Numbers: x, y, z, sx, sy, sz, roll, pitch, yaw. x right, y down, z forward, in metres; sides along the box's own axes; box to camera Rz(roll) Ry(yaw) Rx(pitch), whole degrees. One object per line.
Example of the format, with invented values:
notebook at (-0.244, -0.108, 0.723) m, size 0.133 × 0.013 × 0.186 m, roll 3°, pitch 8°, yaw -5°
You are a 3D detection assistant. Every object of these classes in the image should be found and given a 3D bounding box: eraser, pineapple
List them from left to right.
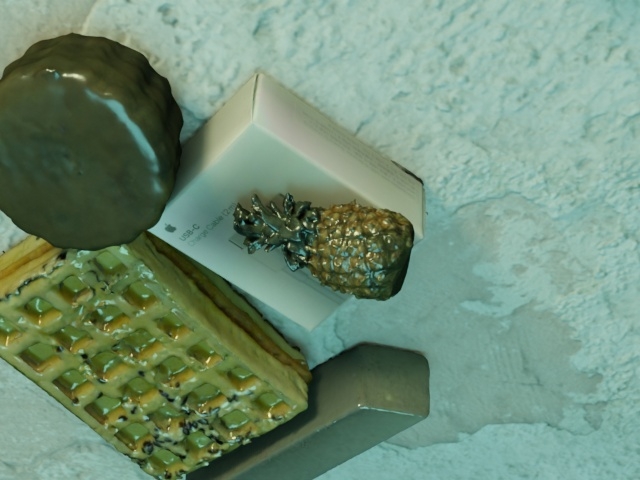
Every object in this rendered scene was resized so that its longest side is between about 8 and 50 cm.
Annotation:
eraser at (-0.020, 0.241, 2.000) m, size 0.352 × 0.111 × 0.077 m, roll -32°, pitch 125°, yaw 26°
pineapple at (0.000, 0.000, 1.672) m, size 0.198 × 0.108 × 0.108 m, roll 14°, pitch 131°, yaw 6°

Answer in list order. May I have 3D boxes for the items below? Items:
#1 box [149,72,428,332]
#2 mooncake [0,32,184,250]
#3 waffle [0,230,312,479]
box at (-0.038, -0.038, 1.765) m, size 0.252 × 0.106 × 0.203 m, roll 34°, pitch 126°, yaw -23°
mooncake at (-0.255, -0.107, 1.685) m, size 0.228 × 0.124 × 0.228 m, roll 6°, pitch 125°, yaw 8°
waffle at (-0.212, 0.120, 1.908) m, size 0.261 × 0.114 × 0.376 m, roll -32°, pitch 122°, yaw 24°
